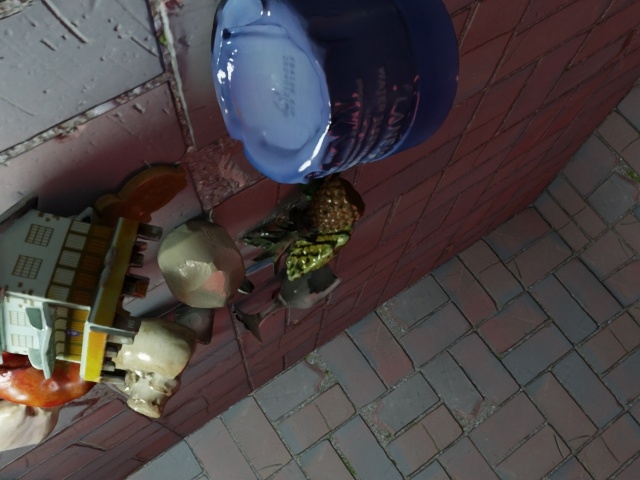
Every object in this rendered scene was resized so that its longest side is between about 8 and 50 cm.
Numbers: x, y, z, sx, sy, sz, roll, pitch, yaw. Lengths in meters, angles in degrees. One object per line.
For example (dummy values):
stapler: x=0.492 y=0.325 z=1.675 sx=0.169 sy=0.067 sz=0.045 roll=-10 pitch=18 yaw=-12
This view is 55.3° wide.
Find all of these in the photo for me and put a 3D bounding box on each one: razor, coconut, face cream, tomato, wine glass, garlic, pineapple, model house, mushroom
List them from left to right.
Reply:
garlic: x=-0.611 y=0.361 z=1.214 sx=0.217 sy=0.110 sz=0.228 roll=-15 pitch=177 yaw=-32
tomato: x=-0.436 y=0.194 z=1.018 sx=0.233 sy=0.200 sz=0.139 roll=-25 pitch=118 yaw=-28
model house: x=-0.354 y=0.073 z=0.858 sx=0.215 sy=0.198 sz=0.224 roll=12 pitch=144 yaw=-15
mushroom: x=-0.393 y=0.278 z=1.367 sx=0.253 sy=0.189 sz=0.195 roll=116 pitch=-4 yaw=-50
coconut: x=-0.222 y=0.052 z=1.163 sx=0.161 sy=0.162 sz=0.161 roll=-34 pitch=164 yaw=-11
wine glass: x=-0.253 y=0.149 z=1.470 sx=0.183 sy=0.122 sz=0.122 roll=-46 pitch=162 yaw=13
razor: x=-0.139 y=0.060 z=1.582 sx=0.135 sy=0.040 sz=0.068 roll=-28 pitch=161 yaw=-13
wine glass: x=-0.093 y=0.164 z=1.780 sx=0.321 sy=0.143 sz=0.143 roll=-38 pitch=164 yaw=-5
pineapple: x=-0.039 y=-0.029 z=1.347 sx=0.277 sy=0.119 sz=0.130 roll=-34 pitch=-179 yaw=23
face cream: x=0.010 y=-0.210 z=0.772 sx=0.225 sy=0.249 sz=0.249 roll=-23 pitch=159 yaw=-32

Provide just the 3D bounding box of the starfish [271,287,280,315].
starfish: x=-0.071 y=0.164 z=1.961 sx=0.238 sy=0.057 sz=0.213 roll=-21 pitch=164 yaw=-41

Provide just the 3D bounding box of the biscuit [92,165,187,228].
biscuit: x=-0.297 y=-0.057 z=0.956 sx=0.184 sy=0.027 sz=0.133 roll=-42 pitch=162 yaw=14

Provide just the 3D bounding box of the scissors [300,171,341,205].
scissors: x=-0.006 y=-0.103 z=1.414 sx=0.101 sy=0.027 sz=0.204 roll=-27 pitch=159 yaw=-17

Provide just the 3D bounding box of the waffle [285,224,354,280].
waffle: x=0.002 y=0.002 z=1.485 sx=0.223 sy=0.054 sz=0.204 roll=-36 pitch=-156 yaw=21
